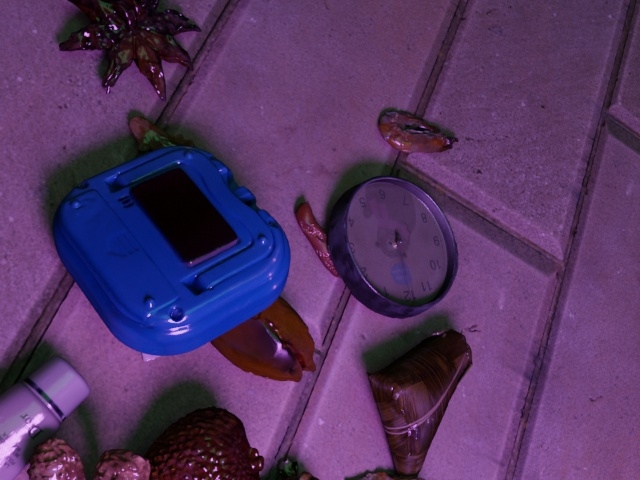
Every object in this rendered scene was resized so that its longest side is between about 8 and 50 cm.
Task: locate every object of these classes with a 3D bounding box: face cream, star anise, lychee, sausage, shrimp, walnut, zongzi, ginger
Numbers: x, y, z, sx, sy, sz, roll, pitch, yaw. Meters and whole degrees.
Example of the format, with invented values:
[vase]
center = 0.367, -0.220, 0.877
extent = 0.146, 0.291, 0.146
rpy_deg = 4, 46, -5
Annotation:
[face cream]
center = -0.467, 0.295, 1.066
extent = 0.314, 0.089, 0.143
rpy_deg = -45, 109, -27
[star anise]
center = -0.323, -0.380, 1.338
extent = 0.272, 0.102, 0.272
rpy_deg = 8, 72, -26
[lychee]
center = -0.173, 0.351, 1.136
extent = 0.194, 0.194, 0.194
rpy_deg = 8, 71, -23
[sausage]
center = 0.000, 0.000, 1.409
extent = 0.042, 0.036, 0.158
rpy_deg = -31, 89, -41
[shrimp]
center = 0.207, -0.222, 1.575
extent = 0.190, 0.042, 0.101
rpy_deg = 7, 64, -22
[walnut]
center = -0.104, 0.148, 1.260
extent = 0.245, 0.137, 0.137
rpy_deg = 34, 63, -5
[zongzi]
center = 0.203, 0.302, 1.391
extent = 0.248, 0.111, 0.241
rpy_deg = -27, 114, -39
[ginger]
center = -0.276, -0.171, 1.330
extent = 0.137, 0.044, 0.057
rpy_deg = 28, 94, -9

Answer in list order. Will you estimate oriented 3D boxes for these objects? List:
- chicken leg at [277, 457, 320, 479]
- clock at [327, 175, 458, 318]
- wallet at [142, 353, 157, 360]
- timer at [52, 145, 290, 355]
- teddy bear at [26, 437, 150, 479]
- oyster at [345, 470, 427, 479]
[chicken leg]
center = 0.018, 0.551, 1.188
extent = 0.201, 0.153, 0.429
rpy_deg = -19, 75, -21
[clock]
center = 0.144, 0.009, 1.441
extent = 0.280, 0.055, 0.280
rpy_deg = 13, 64, -29
[wallet]
center = -0.280, 0.153, 1.241
extent = 0.044, 0.011, 0.083
rpy_deg = -16, 81, -29
[timer]
center = -0.232, 0.000, 1.193
extent = 0.309, 0.115, 0.340
rpy_deg = -28, 62, -28
[teddy bear]
center = -0.336, 0.443, 1.011
extent = 0.222, 0.246, 0.296
rpy_deg = -53, 141, -58
[oyster]
center = 0.130, 0.443, 1.307
extent = 0.121, 0.045, 0.146
rpy_deg = -34, 66, -12
